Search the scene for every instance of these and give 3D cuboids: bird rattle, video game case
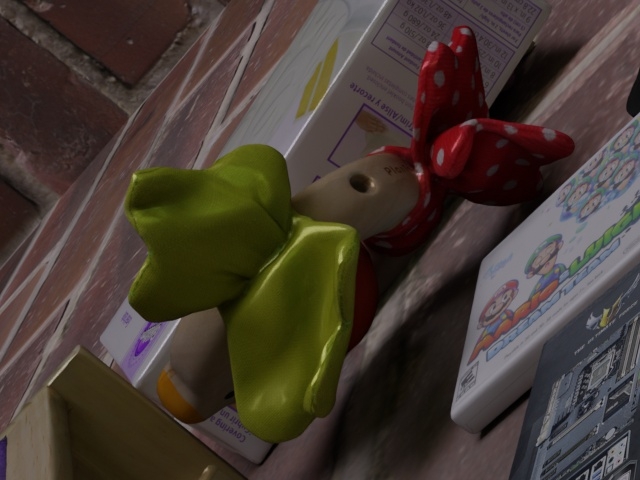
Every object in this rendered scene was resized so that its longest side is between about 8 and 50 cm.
[{"bbox_3d":[0.000,0.000,0.982,0.253,0.143,0.207,-40,-11,-42],"label":"bird rattle"},{"bbox_3d":[0.122,0.000,0.865,0.157,0.019,0.143,-46,13,28],"label":"video game case"}]

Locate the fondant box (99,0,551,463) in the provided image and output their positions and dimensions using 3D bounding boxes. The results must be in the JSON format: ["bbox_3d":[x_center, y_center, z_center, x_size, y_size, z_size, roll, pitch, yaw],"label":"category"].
[{"bbox_3d":[-0.007,-0.035,1.229,0.330,0.096,0.238,-58,12,-3],"label":"fondant box"}]

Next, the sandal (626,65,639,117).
[{"bbox_3d":[0.190,-0.133,0.958,0.067,0.040,0.179,-36,19,54],"label":"sandal"}]

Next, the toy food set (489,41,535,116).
[{"bbox_3d":[0.094,-0.082,1.226,0.078,0.019,0.122,-36,19,54],"label":"toy food set"}]

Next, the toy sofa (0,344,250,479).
[{"bbox_3d":[-0.102,0.184,0.840,0.177,0.150,0.362,-50,12,0],"label":"toy sofa"}]

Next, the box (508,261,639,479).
[{"bbox_3d":[0.145,0.037,0.561,0.232,0.059,0.183,-44,14,35],"label":"box"}]
